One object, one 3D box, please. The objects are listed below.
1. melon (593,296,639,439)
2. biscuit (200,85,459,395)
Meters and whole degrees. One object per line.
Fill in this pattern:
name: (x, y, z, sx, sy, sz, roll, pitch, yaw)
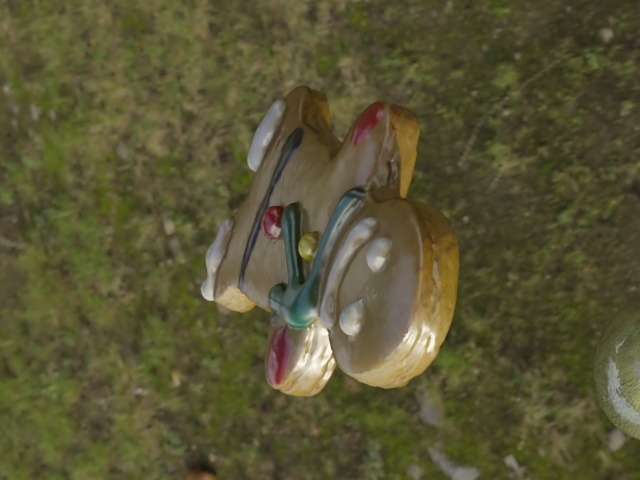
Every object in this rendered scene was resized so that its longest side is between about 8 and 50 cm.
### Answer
melon: (0.222, 0.080, 0.842, 0.098, 0.098, 0.131, 62, 167, 11)
biscuit: (0.000, 0.000, 0.856, 0.301, 0.049, 0.197, 41, 115, 61)
